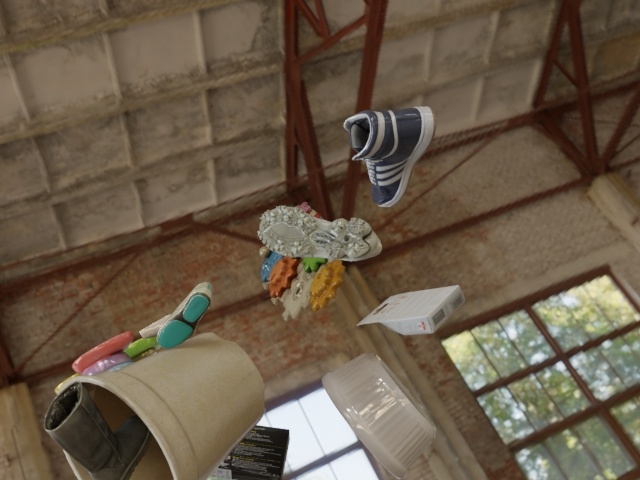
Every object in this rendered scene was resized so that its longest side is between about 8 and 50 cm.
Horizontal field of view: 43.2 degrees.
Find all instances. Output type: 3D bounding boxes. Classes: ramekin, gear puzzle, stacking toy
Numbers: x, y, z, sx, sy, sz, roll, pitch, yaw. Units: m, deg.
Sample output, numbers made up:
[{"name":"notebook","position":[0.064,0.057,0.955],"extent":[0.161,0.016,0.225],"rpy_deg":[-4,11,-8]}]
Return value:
[{"name":"ramekin","position":[0.133,0.361,1.728],"extent":[0.127,0.273,0.273],"rpy_deg":[-39,-32,2]},{"name":"gear puzzle","position":[-0.037,0.040,1.357],"extent":[0.044,0.339,0.176],"rpy_deg":[28,-84,-22]},{"name":"stacking toy","position":[-0.470,0.325,1.957],"extent":[0.279,0.130,0.309],"rpy_deg":[-25,-12,-35]}]

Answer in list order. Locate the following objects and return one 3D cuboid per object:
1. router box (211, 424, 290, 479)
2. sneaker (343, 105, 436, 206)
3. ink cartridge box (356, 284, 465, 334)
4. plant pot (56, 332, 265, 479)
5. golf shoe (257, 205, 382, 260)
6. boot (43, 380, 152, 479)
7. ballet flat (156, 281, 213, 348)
[{"name":"router box","position":[-0.169,0.502,1.917],"extent":[0.178,0.133,0.046],"rpy_deg":[7,-46,5]},{"name":"sneaker","position":[0.108,-0.161,1.589],"extent":[0.153,0.099,0.282],"rpy_deg":[-4,-30,-19]},{"name":"ink cartridge box","position":[0.183,0.148,1.640],"extent":[0.179,0.045,0.145],"rpy_deg":[-16,12,41]},{"name":"plant pot","position":[-0.281,0.341,1.561],"extent":[0.305,0.334,0.334],"rpy_deg":[-31,-22,-47]},{"name":"golf shoe","position":[0.000,0.000,1.091],"extent":[0.086,0.176,0.069],"rpy_deg":[26,-102,-61]},{"name":"boot","position":[-0.385,0.322,1.414],"extent":[0.076,0.190,0.209],"rpy_deg":[-15,-58,20]},{"name":"ballet flat","position":[-0.252,0.142,1.539],"extent":[0.057,0.052,0.168],"rpy_deg":[36,-61,-17]}]
